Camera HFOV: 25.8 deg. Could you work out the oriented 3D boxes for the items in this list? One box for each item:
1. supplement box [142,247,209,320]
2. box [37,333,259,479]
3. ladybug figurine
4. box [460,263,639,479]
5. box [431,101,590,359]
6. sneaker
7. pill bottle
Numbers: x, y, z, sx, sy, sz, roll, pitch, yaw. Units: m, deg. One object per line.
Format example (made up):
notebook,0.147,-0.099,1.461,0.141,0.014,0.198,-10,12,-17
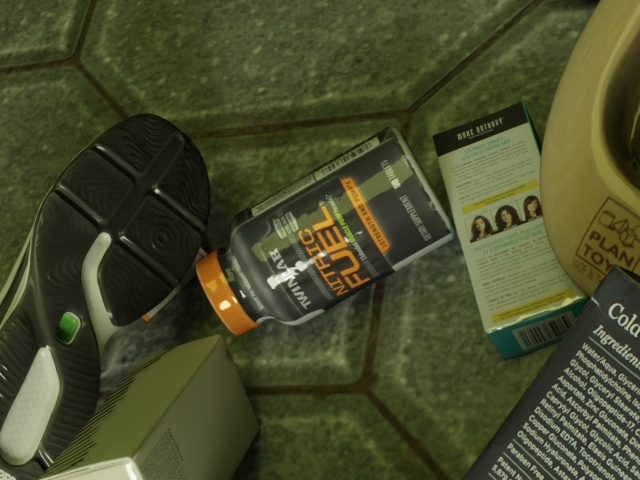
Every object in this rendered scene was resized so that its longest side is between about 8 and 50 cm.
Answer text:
supplement box,-0.175,0.030,1.512,0.098,0.036,0.062,-43,51,-3
box,-0.145,0.190,1.251,0.094,0.113,0.275,-17,12,16
ladybug figurine,0.371,-0.118,1.210,0.305,0.162,0.449,40,101,31
box,0.241,0.224,0.927,0.179,0.343,0.312,42,104,40
box,0.186,-0.013,1.347,0.100,0.060,0.244,-20,52,13
sneaker,-0.295,0.068,1.432,0.257,0.169,0.447,-18,39,49
pill bottle,0.000,0.000,1.386,0.245,0.130,0.130,-30,51,6
